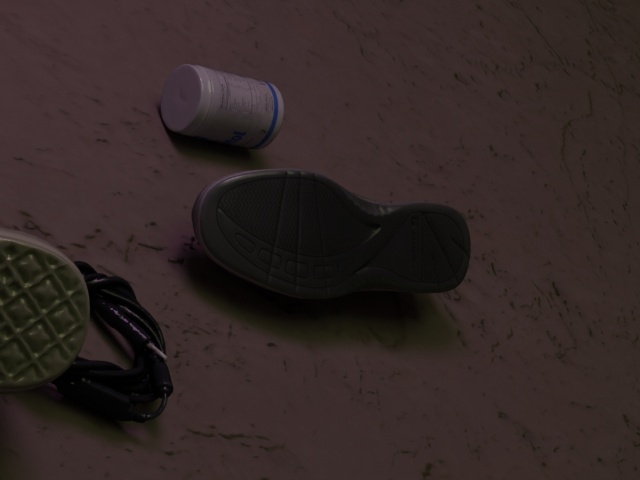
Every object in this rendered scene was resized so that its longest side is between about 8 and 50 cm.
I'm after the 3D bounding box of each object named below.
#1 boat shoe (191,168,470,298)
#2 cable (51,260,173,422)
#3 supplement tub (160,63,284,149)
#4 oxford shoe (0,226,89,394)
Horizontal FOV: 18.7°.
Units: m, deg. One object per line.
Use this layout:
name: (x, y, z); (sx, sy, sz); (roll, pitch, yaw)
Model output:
boat shoe: (0.001, -0.002, 1.843); (0.320, 0.103, 0.118); (4, 87, -40)
cable: (-0.200, 0.067, 1.583); (0.184, 0.047, 0.150); (27, 34, -21)
supplement tub: (-0.096, -0.131, 1.911); (0.107, 0.071, 0.071); (9, 44, -40)
oxford shoe: (-0.387, 0.019, 1.380); (0.449, 0.169, 0.130); (13, -1, -26)
